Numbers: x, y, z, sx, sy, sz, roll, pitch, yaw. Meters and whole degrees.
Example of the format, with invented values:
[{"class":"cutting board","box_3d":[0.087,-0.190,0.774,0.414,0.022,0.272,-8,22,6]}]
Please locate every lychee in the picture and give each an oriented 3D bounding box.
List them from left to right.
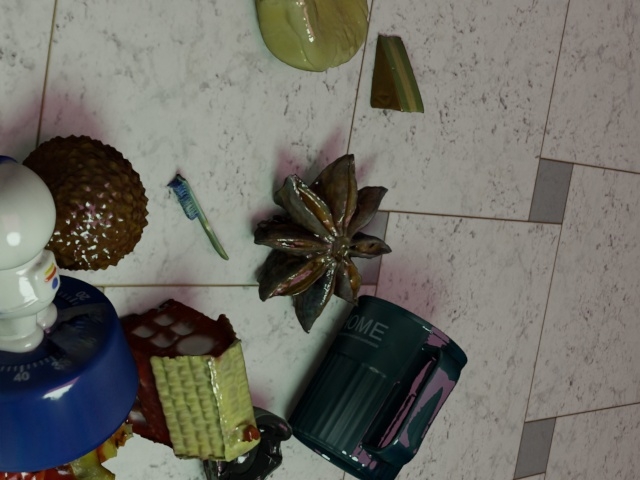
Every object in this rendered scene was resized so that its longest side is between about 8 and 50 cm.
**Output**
[{"class":"lychee","box_3d":[-0.338,-0.054,1.485,0.238,0.200,0.200,33,77,-55]}]

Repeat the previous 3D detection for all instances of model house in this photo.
[{"class":"model house","box_3d":[-0.196,0.221,1.667,0.160,0.254,0.196,-30,122,-42]}]

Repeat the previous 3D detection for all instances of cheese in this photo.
[{"class":"cheese","box_3d":[-0.006,-0.401,1.788,0.214,0.117,0.225,-34,120,-42]}]

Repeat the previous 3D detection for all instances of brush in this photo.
[{"class":"brush","box_3d":[-0.199,-0.031,1.751,0.030,0.033,0.178,-42,128,-23]}]

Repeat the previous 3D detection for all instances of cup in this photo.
[{"class":"cup","box_3d":[0.123,0.297,1.987,0.292,0.308,0.242,-56,141,-14]}]

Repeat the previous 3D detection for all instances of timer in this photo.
[{"class":"timer","box_3d":[-0.379,0.066,1.321,0.270,0.270,0.383,-33,138,-36]}]

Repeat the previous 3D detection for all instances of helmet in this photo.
[{"class":"helmet","box_3d":[-0.145,0.360,1.870,0.153,0.107,0.176,-2,122,-49]}]

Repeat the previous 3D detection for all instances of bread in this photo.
[{"class":"bread","box_3d":[0.150,-0.311,1.995,0.074,0.084,0.139,-2,102,-45]}]

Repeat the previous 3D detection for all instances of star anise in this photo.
[{"class":"star anise","box_3d":[0.000,0.002,1.910,0.332,0.118,0.331,-15,116,-34]}]

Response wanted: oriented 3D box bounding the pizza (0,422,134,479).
[{"class":"pizza","box_3d":[-0.400,0.314,1.505,0.440,0.130,0.406,46,34,-4]}]
